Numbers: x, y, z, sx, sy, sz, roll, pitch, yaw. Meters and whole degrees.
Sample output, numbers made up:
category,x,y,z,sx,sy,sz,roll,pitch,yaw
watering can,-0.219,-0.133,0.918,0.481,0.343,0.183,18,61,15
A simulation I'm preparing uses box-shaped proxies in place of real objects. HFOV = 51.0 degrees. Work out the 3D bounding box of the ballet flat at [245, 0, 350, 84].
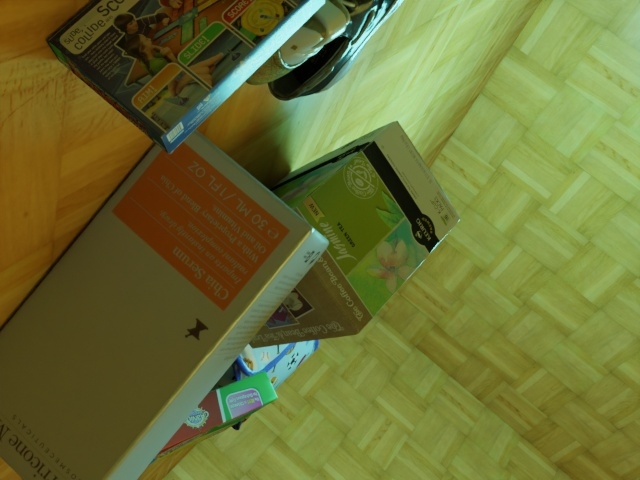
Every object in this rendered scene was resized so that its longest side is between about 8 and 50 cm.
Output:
category,x,y,z,sx,sy,sz,roll,pitch,yaw
ballet flat,-0.011,-0.275,0.691,0.123,0.123,0.349,-43,163,-36

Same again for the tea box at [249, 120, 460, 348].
category,x,y,z,sx,sy,sz,roll,pitch,yaw
tea box,0.000,0.000,1.179,0.323,0.220,0.329,-45,-165,-35

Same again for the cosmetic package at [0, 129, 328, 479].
category,x,y,z,sx,sy,sz,roll,pitch,yaw
cosmetic package,-0.223,0.098,0.870,0.453,0.230,0.161,-51,169,0

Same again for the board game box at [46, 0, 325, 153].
category,x,y,z,sx,sy,sz,roll,pitch,yaw
board game box,-0.111,-0.189,0.578,0.201,0.136,0.035,-47,169,-14

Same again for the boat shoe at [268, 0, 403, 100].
category,x,y,z,sx,sy,sz,roll,pitch,yaw
boat shoe,0.028,-0.294,0.841,0.119,0.121,0.335,-48,173,-40

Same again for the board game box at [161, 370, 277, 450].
category,x,y,z,sx,sy,sz,roll,pitch,yaw
board game box,-0.274,0.372,1.326,0.316,0.064,0.242,-13,161,-44

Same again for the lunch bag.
category,x,y,z,sx,sy,sz,roll,pitch,yaw
lunch bag,-0.151,0.197,1.569,0.328,0.238,0.386,-41,151,-39
